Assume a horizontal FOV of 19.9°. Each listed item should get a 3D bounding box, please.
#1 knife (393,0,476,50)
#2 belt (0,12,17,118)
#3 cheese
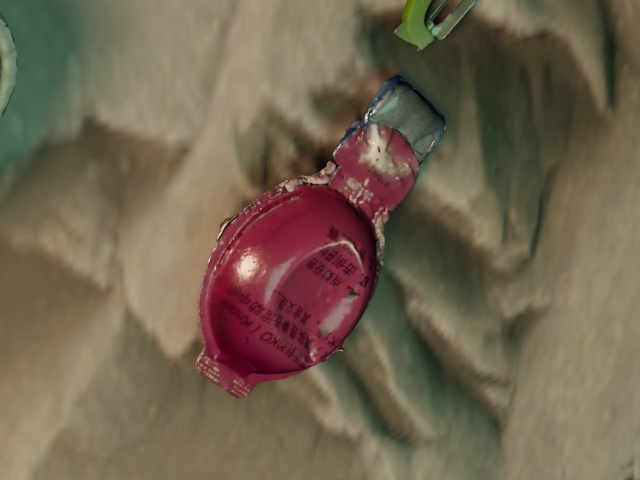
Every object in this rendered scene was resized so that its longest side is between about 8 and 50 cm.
[{"bbox_3d":[0.022,-0.137,0.675,0.078,0.022,0.166,-53,136,-1],"label":"knife"},{"bbox_3d":[-0.181,-0.049,0.547,0.163,0.082,0.147,-3,131,-38],"label":"belt"},{"bbox_3d":[0.000,0.000,0.741,0.145,0.038,0.095,-54,136,-2],"label":"cheese"}]
